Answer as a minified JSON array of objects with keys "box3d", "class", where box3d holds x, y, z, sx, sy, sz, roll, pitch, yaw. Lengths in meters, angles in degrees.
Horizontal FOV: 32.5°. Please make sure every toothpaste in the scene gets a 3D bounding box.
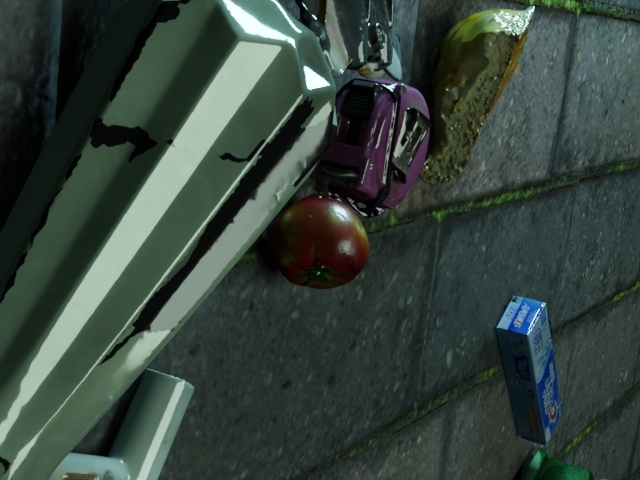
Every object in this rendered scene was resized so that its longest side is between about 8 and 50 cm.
[{"box3d":[0.305,0.191,1.582,0.066,0.053,0.272,-57,146,-32],"class":"toothpaste"}]

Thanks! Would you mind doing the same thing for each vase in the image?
[{"box3d":[-0.127,0.010,0.657,0.360,0.165,0.165,-60,147,-22],"class":"vase"}]

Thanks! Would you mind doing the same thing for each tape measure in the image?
[{"box3d":[0.050,-0.085,0.998,0.118,0.074,0.125,21,85,-62],"class":"tape measure"}]

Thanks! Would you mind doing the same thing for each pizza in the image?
[{"box3d":[0.163,-0.181,1.168,0.204,0.080,0.188,-54,168,-52],"class":"pizza"}]

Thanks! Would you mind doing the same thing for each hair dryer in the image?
[{"box3d":[-0.169,0.141,0.746,0.183,0.044,0.155,47,59,-53],"class":"hair dryer"}]

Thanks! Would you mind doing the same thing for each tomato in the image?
[{"box3d":[0.000,0.000,0.940,0.087,0.087,0.075,55,30,-53],"class":"tomato"}]

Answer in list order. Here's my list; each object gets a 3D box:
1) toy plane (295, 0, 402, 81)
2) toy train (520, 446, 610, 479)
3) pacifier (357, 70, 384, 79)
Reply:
[{"box3d":[0.013,-0.274,0.792,0.204,0.102,0.316,-20,108,-69],"class":"toy plane"},{"box3d":[0.406,0.476,1.724,0.145,0.201,0.266,-45,138,-45],"class":"toy train"},{"box3d":[0.021,-0.160,0.909,0.099,0.078,0.081,-64,-178,-19],"class":"pacifier"}]
